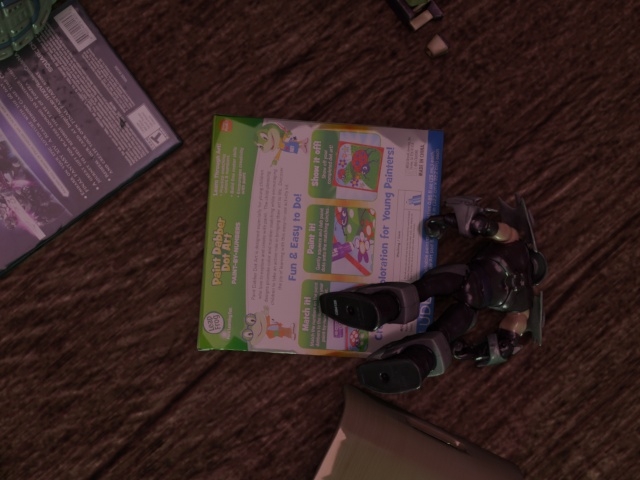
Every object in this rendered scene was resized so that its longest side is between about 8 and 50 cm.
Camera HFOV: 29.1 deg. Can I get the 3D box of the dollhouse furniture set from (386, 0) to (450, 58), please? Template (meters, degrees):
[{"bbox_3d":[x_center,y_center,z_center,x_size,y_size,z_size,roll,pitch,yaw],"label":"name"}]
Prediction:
[{"bbox_3d":[0.132,-0.260,1.295,0.081,0.114,0.091,-37,87,-8],"label":"dollhouse furniture set"}]

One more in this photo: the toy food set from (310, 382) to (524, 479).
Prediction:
[{"bbox_3d":[0.053,0.330,1.281,0.219,0.092,0.306,27,87,-12],"label":"toy food set"}]

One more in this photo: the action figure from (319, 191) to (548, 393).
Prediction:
[{"bbox_3d":[0.139,0.053,1.241,0.285,0.099,0.185,-21,97,-42],"label":"action figure"}]

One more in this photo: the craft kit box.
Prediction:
[{"bbox_3d":[0.000,0.000,1.304,0.246,0.061,0.250,5,87,-5],"label":"craft kit box"}]

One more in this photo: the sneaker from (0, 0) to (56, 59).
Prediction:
[{"bbox_3d":[-0.283,-0.316,1.282,0.297,0.111,0.129,-36,62,-15],"label":"sneaker"}]

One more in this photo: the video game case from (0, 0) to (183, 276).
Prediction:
[{"bbox_3d":[-0.314,-0.101,1.309,0.274,0.026,0.196,-37,89,-3],"label":"video game case"}]
